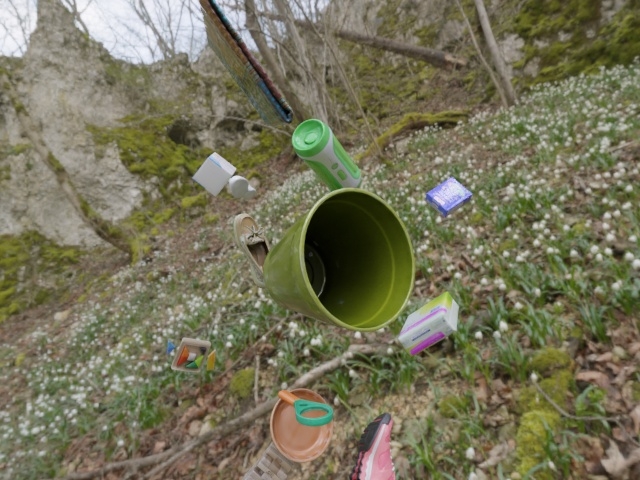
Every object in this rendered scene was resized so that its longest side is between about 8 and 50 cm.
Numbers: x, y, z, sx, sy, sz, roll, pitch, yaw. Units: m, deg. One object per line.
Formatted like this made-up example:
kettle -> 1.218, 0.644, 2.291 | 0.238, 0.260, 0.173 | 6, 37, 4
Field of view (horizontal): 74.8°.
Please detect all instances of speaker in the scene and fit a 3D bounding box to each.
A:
speaker -> 0.027, -0.250, 1.316 | 0.131, 0.131, 0.296 | -17, -27, 20

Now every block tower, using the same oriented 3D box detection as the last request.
block tower -> -0.224, 0.775, 1.250 | 0.335, 0.097, 0.091 | -52, -6, -3

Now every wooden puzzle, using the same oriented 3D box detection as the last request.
wooden puzzle -> -0.278, 0.250, 0.907 | 0.116, 0.079, 0.014 | 12, 6, -35

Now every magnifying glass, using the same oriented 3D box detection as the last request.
magnifying glass -> -0.049, 0.438, 1.106 | 0.092, 0.026, 0.231 | -4, 2, -32

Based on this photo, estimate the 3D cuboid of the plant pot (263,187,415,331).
plant pot -> 0.012, 0.078, 1.200 | 0.366, 0.367, 0.353 | -1, -11, -34

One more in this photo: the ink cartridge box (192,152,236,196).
ink cartridge box -> -0.338, -0.218, 1.352 | 0.090, 0.092, 0.143 | -48, 17, 12

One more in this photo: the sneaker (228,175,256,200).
sneaker -> -0.323, -0.213, 1.615 | 0.080, 0.094, 0.212 | -49, -9, -2

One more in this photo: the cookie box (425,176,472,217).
cookie box -> 0.397, -0.134, 1.299 | 0.107, 0.092, 0.040 | -31, -30, -14

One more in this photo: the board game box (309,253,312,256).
board game box -> 0.000, 0.000, 1.855 | 0.048, 0.170, 0.141 | 19, 18, 17

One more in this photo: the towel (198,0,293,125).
towel -> -0.162, -0.372, 0.933 | 0.040, 0.271, 0.370 | -38, 18, -1

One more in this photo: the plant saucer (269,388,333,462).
plant saucer -> -0.058, 0.546, 1.242 | 0.199, 0.200, 0.037 | -3, -23, -28

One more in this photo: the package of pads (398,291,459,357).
package of pads -> 0.452, 0.347, 1.742 | 0.229, 0.101, 0.296 | -39, -5, 23

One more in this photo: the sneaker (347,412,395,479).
sneaker -> 0.189, 0.732, 1.375 | 0.136, 0.314, 0.116 | 31, -30, -5

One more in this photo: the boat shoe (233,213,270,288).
boat shoe -> -0.223, 0.033, 1.507 | 0.104, 0.285, 0.089 | -26, 6, -35
